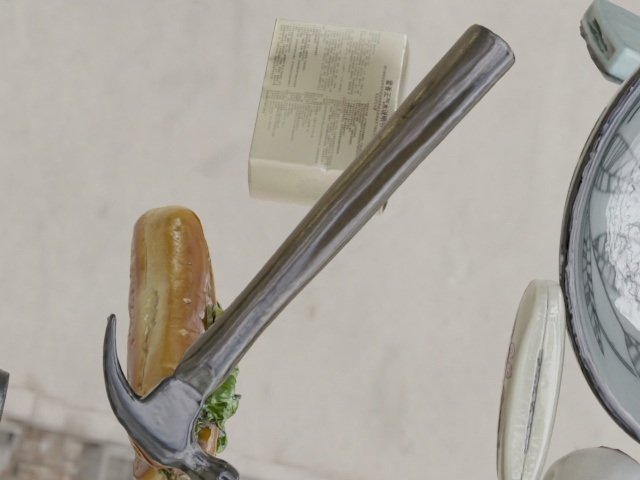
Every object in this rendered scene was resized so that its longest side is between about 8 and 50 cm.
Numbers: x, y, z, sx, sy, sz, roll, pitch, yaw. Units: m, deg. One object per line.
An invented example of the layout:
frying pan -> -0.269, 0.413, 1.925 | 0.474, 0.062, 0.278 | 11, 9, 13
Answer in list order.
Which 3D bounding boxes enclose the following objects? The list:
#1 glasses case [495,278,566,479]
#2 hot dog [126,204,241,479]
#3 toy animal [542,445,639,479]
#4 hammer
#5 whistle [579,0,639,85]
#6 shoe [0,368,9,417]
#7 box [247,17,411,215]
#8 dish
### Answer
glasses case -> 0.078, 0.056, 0.676 | 0.032, 0.021, 0.083 | -72, 169, -78
hot dog -> -0.124, 0.106, 1.659 | 0.337, 0.100, 0.135 | -96, -176, -49
toy animal -> 0.213, 0.266, 1.516 | 0.193, 0.178, 0.127 | -37, 106, -42
hammer -> 0.000, 0.000, 1.467 | 0.440, 0.168, 0.044 | -47, -174, -6
whistle -> 0.395, -0.182, 1.641 | 0.289, 0.163, 0.163 | 19, 76, -24
shoe -> -0.215, 0.140, 1.033 | 0.062, 0.053, 0.159 | -105, -148, -67
box -> 0.012, -0.149, 2.167 | 0.095, 0.168, 0.212 | 87, 11, -59
dish -> 0.258, -0.017, 1.121 | 0.316, 0.106, 0.316 | -8, 110, -23
